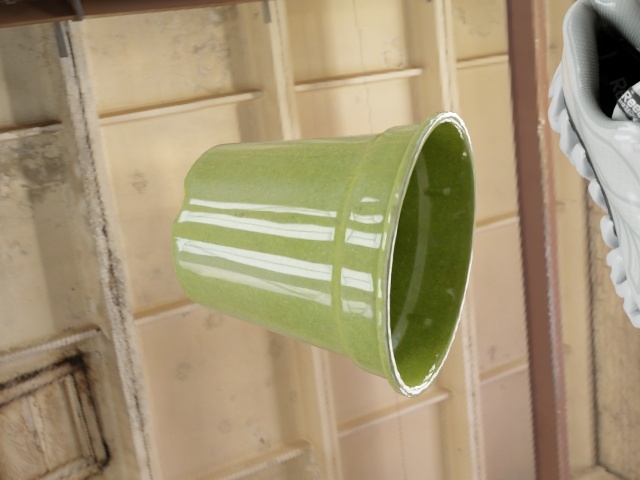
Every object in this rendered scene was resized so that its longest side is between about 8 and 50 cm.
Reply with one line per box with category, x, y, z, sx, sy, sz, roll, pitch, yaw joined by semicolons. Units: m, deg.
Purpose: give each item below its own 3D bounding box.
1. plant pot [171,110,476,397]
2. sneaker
plant pot;0.000;0.000;0.857;0.276;0.254;0.276;7;-90;-66
sneaker;0.217;-0.028;0.505;0.110;0.292;0.118;-25;-27;7
